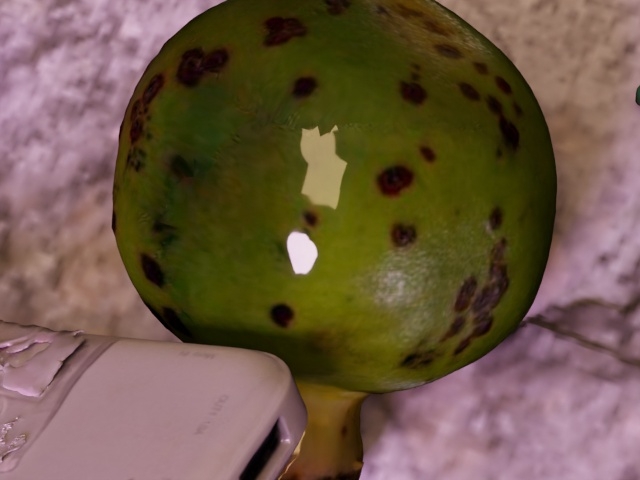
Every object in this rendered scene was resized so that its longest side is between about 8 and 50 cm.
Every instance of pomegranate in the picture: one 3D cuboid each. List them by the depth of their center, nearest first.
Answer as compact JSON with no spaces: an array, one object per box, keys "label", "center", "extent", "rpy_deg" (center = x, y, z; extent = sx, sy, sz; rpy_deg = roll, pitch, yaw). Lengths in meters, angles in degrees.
[{"label":"pomegranate","center":[0.004,-0.005,0.583],"extent":[0.143,0.122,0.169],"rpy_deg":[12,72,-13]}]

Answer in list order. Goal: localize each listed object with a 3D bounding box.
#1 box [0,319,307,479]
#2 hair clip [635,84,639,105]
[{"label":"box","center":[-0.151,0.075,0.564],"extent":[0.285,0.044,0.142],"rpy_deg":[3,37,31]},{"label":"hair clip","center":[0.203,-0.051,0.603],"extent":[0.195,0.052,0.124],"rpy_deg":[8,66,22]}]
